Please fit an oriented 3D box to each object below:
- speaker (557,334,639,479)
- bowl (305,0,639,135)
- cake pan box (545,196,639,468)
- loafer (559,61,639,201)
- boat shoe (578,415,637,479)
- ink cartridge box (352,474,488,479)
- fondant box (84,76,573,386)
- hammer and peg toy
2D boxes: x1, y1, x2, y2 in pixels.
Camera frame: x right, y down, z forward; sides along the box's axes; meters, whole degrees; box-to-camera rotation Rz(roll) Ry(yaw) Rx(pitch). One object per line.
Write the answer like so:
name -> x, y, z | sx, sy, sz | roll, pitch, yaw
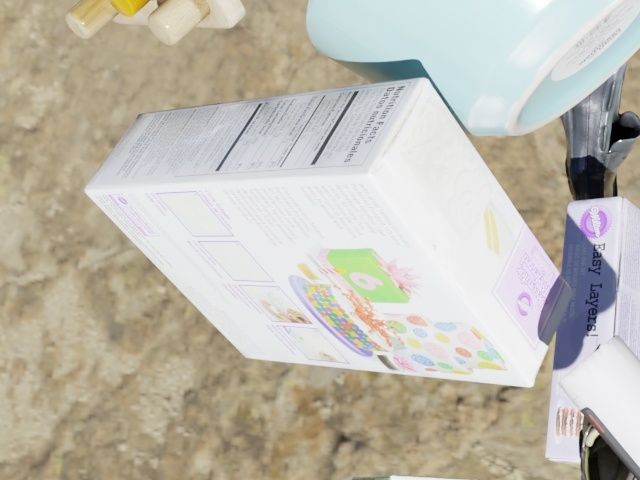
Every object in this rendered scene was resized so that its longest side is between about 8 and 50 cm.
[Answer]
speaker -> 0.223, 0.130, 0.800 | 0.055, 0.055, 0.136 | -44, 75, 22
bowl -> 0.157, -0.196, 0.899 | 0.311, 0.311, 0.163 | -45, 74, 21
cake pan box -> 0.317, 0.106, 1.190 | 0.070, 0.245, 0.267 | -2, 74, 36
loafer -> 0.296, -0.107, 1.241 | 0.078, 0.223, 0.076 | 4, 46, 24
boat shoe -> 0.225, 0.153, 0.902 | 0.056, 0.049, 0.152 | -16, 46, 23
ink cartridge box -> 0.059, 0.305, 1.404 | 0.171, 0.235, 0.056 | 138, 137, -72
fondant box -> 0.000, 0.000, 0.951 | 0.330, 0.238, 0.096 | 1, 51, 46
hammer and peg toy -> -0.232, -0.349, 1.117 | 0.127, 0.361, 0.266 | -47, 34, -20
